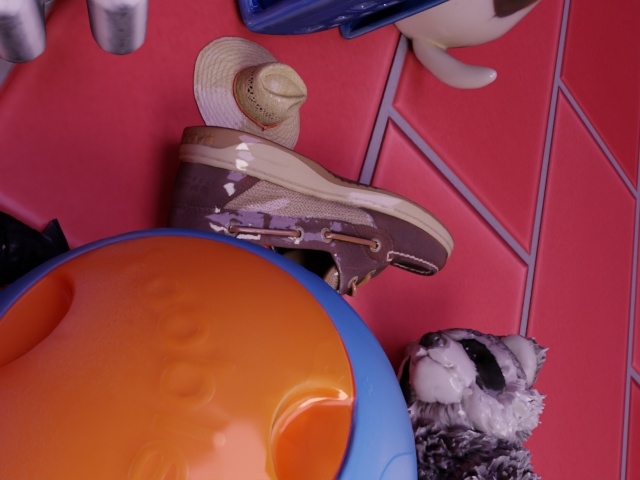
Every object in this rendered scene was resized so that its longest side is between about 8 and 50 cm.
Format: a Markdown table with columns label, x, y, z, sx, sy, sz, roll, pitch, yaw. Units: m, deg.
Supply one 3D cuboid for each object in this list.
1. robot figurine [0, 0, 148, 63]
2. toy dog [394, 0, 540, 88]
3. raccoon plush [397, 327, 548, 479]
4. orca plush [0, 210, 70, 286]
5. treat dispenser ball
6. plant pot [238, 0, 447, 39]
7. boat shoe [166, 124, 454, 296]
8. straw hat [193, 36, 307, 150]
| label | x | y | z | sx | sy | sz | roll | pitch | yaw |
| --- | --- | --- | --- | --- | --- | --- | --- | --- | --- |
| robot figurine | -0.197 | -0.307 | 0.487 | 0.299 | 0.200 | 0.354 | -8 | 87 | -19 |
| toy dog | 0.257 | -0.414 | 0.856 | 0.284 | 0.407 | 0.396 | 26 | 63 | -41 |
| raccoon plush | 0.138 | 0.306 | 0.791 | 0.299 | 0.216 | 0.447 | -57 | 153 | -54 |
| orca plush | -0.253 | 0.024 | 0.421 | 0.287 | 0.102 | 0.151 | 13 | 72 | -46 |
| treat dispenser ball | -0.088 | 0.137 | 0.429 | 0.288 | 0.288 | 0.288 | 14 | 71 | -45 |
| plant pot | 0.049 | -0.347 | 0.752 | 0.212 | 0.235 | 0.236 | -7 | 86 | -54 |
| boat shoe | 0.000 | 0.000 | 0.708 | 0.342 | 0.123 | 0.123 | 21 | 80 | -44 |
| straw hat | -0.050 | -0.146 | 0.716 | 0.144 | 0.061 | 0.145 | 14 | 70 | -45 |
